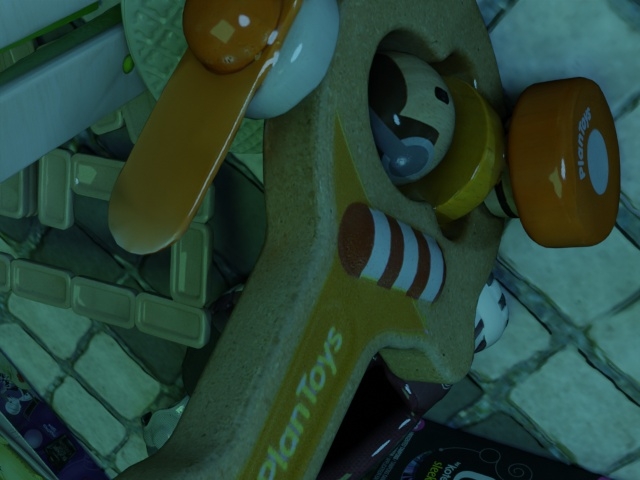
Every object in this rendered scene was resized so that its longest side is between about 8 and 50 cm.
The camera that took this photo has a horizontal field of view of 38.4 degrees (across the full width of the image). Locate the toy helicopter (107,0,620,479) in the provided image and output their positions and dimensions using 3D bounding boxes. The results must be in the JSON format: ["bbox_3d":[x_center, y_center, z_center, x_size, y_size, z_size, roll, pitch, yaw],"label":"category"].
[{"bbox_3d":[0.000,0.000,0.367,0.140,0.355,0.235,-2,136,34],"label":"toy helicopter"}]

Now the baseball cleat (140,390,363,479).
[{"bbox_3d":[-0.065,0.169,0.723,0.206,0.072,0.109,-4,111,31],"label":"baseball cleat"}]

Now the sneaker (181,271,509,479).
[{"bbox_3d":[-0.029,0.092,0.581,0.281,0.162,0.106,-26,104,41],"label":"sneaker"}]

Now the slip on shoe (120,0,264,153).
[{"bbox_3d":[-0.049,-0.179,0.460,0.123,0.101,0.331,0,136,9],"label":"slip on shoe"}]

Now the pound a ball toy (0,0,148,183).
[{"bbox_3d":[-0.240,-0.118,0.466,0.208,0.319,0.135,20,129,21],"label":"pound a ball toy"}]

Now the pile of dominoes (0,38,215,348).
[{"bbox_3d":[-0.173,-0.047,0.661,0.251,0.040,0.196,13,107,24],"label":"pile of dominoes"}]

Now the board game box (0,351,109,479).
[{"bbox_3d":[-0.327,0.226,0.951,0.208,0.056,0.347,-28,103,46],"label":"board game box"}]

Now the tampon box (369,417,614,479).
[{"bbox_3d":[0.109,0.210,0.602,0.161,0.120,0.101,13,127,26],"label":"tampon box"}]
